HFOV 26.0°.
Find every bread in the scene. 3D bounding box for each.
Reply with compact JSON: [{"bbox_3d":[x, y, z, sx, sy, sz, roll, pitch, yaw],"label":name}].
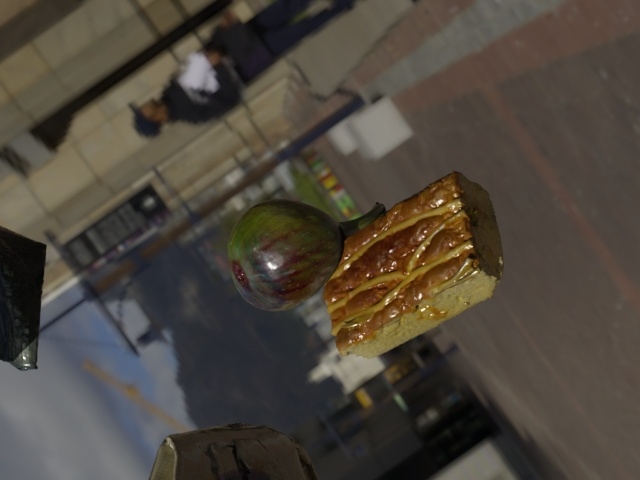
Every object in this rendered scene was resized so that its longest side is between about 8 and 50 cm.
[{"bbox_3d":[0.130,0.040,2.036,0.114,0.274,0.185,24,-134,-42],"label":"bread"}]

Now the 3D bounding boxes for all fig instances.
[{"bbox_3d":[0.000,0.000,1.743,0.149,0.245,0.149,38,141,41],"label":"fig"}]

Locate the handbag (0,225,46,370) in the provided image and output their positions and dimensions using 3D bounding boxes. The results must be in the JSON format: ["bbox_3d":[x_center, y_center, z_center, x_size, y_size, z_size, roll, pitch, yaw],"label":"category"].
[{"bbox_3d":[-0.460,0.061,1.822,0.270,0.175,0.088,19,-163,34],"label":"handbag"}]

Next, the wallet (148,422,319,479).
[{"bbox_3d":[-0.016,0.260,1.027,0.275,0.068,0.335,59,-165,12],"label":"wallet"}]
